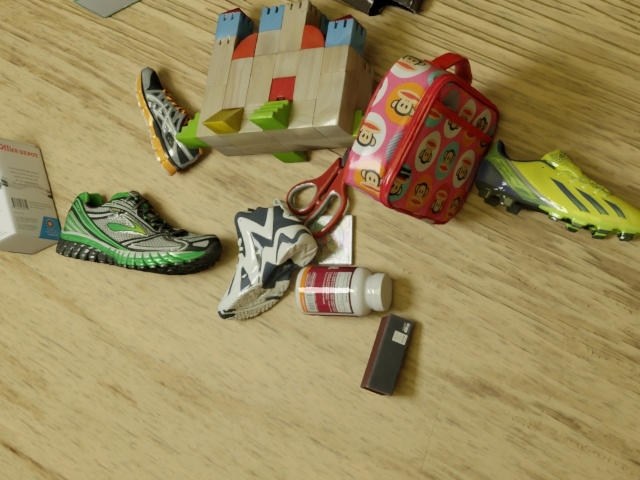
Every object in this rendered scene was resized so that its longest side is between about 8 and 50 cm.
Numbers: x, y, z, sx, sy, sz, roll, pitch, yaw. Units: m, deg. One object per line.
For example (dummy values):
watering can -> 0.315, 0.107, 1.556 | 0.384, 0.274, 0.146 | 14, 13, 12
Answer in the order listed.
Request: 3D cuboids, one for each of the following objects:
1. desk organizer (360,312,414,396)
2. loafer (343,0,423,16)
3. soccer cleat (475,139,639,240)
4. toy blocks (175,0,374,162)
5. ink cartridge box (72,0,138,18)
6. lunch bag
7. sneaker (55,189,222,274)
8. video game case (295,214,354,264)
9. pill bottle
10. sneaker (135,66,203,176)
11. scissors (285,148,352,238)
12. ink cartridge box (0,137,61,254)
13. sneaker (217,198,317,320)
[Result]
desk organizer -> 0.110, 0.192, 1.789 | 0.047, 0.050, 0.130 | 21, 76, -9
loafer -> 0.079, -0.429, 1.846 | 0.220, 0.080, 0.078 | 8, 87, 23
soccer cleat -> 0.385, -0.082, 1.680 | 0.289, 0.093, 0.121 | 20, 86, 23
toy blocks -> -0.053, -0.291, 1.853 | 0.381, 0.190, 0.261 | -1, 72, 31
ink cartridge box -> -0.397, -0.608, 2.042 | 0.211, 0.121, 0.289 | -23, 76, 19
lunch bag -> 0.169, -0.166, 1.671 | 0.120, 0.293, 0.258 | 28, 97, 27
sneaker -> -0.334, -0.018, 1.953 | 0.343, 0.134, 0.146 | 10, 88, 24
video game case -> 0.000, 0.000, 1.876 | 0.122, 0.011, 0.087 | -1, 85, 23
pill bottle -> 0.041, 0.086, 1.811 | 0.152, 0.086, 0.086 | 0, 85, 22
sneaker -> -0.282, -0.228, 1.987 | 0.083, 0.084, 0.215 | -22, 80, 6
scissors -> 0.055, -0.134, 1.860 | 0.297, 0.021, 0.109 | -47, 64, 7
ink cartridge box -> -0.595, -0.085, 2.062 | 0.085, 0.148, 0.203 | -23, 75, 21
sneaker -> -0.117, 0.023, 1.887 | 0.235, 0.094, 0.153 | -50, 49, 31
